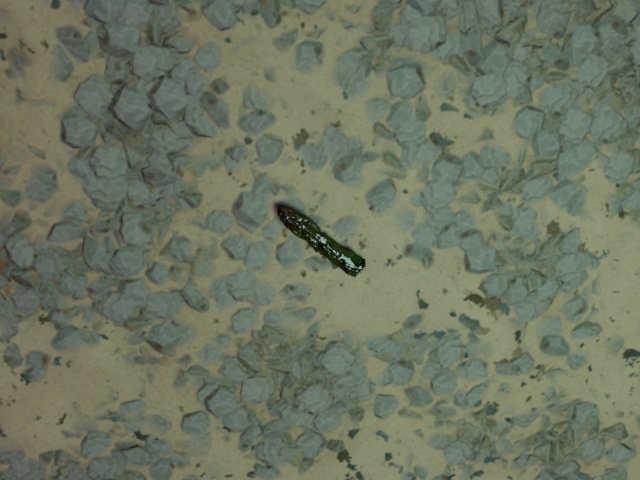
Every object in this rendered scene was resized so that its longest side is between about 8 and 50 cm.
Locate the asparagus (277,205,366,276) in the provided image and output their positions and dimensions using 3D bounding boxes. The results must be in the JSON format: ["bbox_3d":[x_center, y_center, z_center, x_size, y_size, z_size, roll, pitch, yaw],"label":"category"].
[{"bbox_3d":[0.000,0.000,1.444,0.165,0.030,0.036,38,126,-25],"label":"asparagus"}]
